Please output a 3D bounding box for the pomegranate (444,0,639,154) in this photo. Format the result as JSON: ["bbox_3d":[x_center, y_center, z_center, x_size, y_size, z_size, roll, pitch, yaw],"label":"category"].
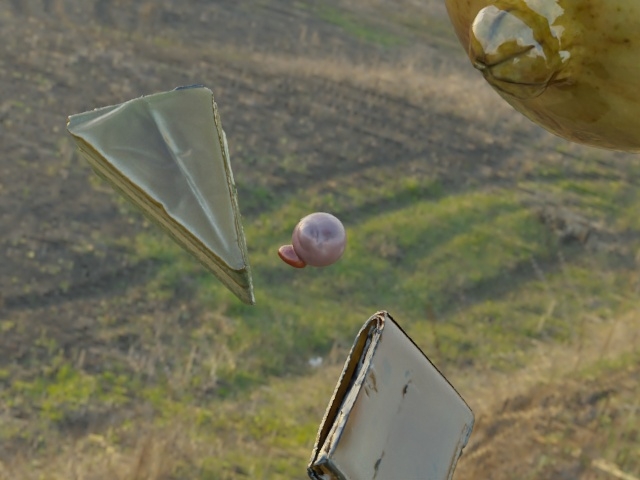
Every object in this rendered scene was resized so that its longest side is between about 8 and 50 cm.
[{"bbox_3d":[0.263,-0.232,1.033,0.410,0.410,0.410,15,20,-6],"label":"pomegranate"}]

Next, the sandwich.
[{"bbox_3d":[-0.118,-0.022,0.950,0.113,0.079,0.163,-13,66,-1],"label":"sandwich"}]

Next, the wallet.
[{"bbox_3d":[0.066,0.180,1.156,0.161,0.042,0.195,51,41,-26],"label":"wallet"}]

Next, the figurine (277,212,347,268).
[{"bbox_3d":[0.000,0.000,1.558,0.083,0.071,0.067,-15,51,-47],"label":"figurine"}]
